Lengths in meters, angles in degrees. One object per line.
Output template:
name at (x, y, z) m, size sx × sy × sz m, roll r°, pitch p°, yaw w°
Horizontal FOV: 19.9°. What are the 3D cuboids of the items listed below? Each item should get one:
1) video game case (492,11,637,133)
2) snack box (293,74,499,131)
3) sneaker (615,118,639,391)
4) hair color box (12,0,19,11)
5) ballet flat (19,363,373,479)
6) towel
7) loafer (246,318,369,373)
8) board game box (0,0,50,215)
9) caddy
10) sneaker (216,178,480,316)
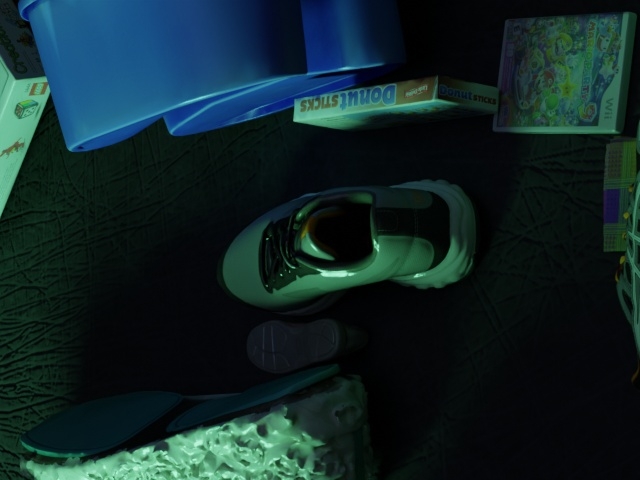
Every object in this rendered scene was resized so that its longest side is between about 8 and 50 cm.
video game case at (0.178, -0.122, 1.340) m, size 0.122 × 0.011 × 0.087 m, roll 4°, pitch 86°, yaw 49°
snack box at (0.056, -0.105, 1.427) m, size 0.178 × 0.064 × 0.022 m, roll -3°, pitch 81°, yaw 53°
sneaker at (0.230, 0.008, 1.203) m, size 0.083 × 0.084 × 0.215 m, roll -19°, pitch 70°, yaw 51°
hair color box at (-0.296, -0.248, 1.867) m, size 0.141 × 0.072 × 0.043 m, roll 18°, pitch 98°, yaw 50°
ballet flat at (-0.111, 0.196, 1.530) m, size 0.409 × 0.147 × 0.147 m, roll -13°, pitch 73°, yaw 47°
towel at (0.223, -0.034, 1.273) m, size 0.060 × 0.009 × 0.083 m, roll -3°, pitch 81°, yaw 48°
loafer at (-0.011, 0.087, 1.501) m, size 0.125 × 0.039 × 0.045 m, roll -10°, pitch 80°, yaw 51°
board game box at (-0.373, -0.125, 1.883) m, size 0.193 × 0.053 × 0.305 m, roll 57°, pitch 137°, yaw 29°
caddy at (-0.090, -0.191, 1.472) m, size 0.341 × 0.241 × 0.179 m, roll -15°, pitch 88°, yaw 47°
sneaker at (0.000, 0.000, 1.451) m, size 0.271 × 0.108 × 0.100 m, roll -14°, pitch 74°, yaw 48°
